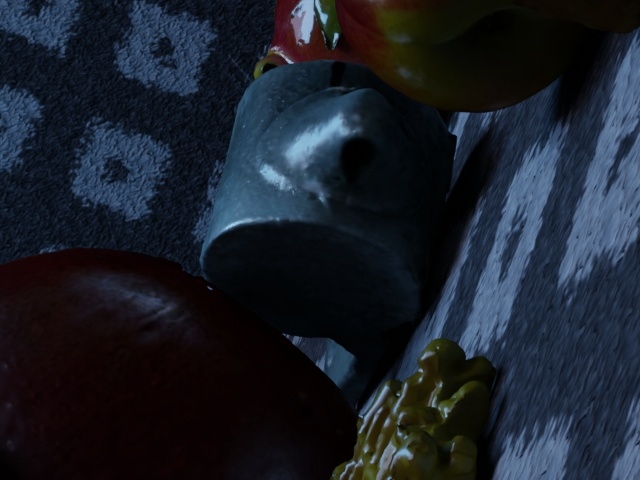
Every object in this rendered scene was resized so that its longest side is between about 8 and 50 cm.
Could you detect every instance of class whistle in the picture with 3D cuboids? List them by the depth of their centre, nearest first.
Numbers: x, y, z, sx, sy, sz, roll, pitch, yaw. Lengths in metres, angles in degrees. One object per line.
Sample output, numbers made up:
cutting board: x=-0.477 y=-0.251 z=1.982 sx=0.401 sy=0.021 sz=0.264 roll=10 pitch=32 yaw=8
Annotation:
whistle: x=0.031 y=0.008 z=1.626 sx=0.405 sy=0.188 sz=0.168 roll=59 pitch=-145 yaw=-50

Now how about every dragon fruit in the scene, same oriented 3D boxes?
dragon fruit: x=0.052 y=-0.201 z=1.885 sx=0.224 sy=0.224 sz=0.227 roll=-102 pitch=30 yaw=-82

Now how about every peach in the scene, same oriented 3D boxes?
peach: x=0.098 y=-0.185 z=1.245 sx=0.192 sy=0.190 sz=0.190 roll=-99 pitch=26 yaw=-56
peach: x=-0.171 y=0.190 z=1.480 sx=0.339 sy=0.416 sz=0.353 roll=105 pitch=180 yaw=-52

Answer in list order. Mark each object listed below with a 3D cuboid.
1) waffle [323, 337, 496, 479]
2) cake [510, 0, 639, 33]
waffle: x=0.026 y=0.202 z=1.133 sx=0.260 sy=0.069 sz=0.293 roll=122 pitch=167 yaw=-58
cake: x=0.146 y=-0.292 z=1.086 sx=0.196 sy=0.199 sz=0.293 roll=110 pitch=178 yaw=-48
